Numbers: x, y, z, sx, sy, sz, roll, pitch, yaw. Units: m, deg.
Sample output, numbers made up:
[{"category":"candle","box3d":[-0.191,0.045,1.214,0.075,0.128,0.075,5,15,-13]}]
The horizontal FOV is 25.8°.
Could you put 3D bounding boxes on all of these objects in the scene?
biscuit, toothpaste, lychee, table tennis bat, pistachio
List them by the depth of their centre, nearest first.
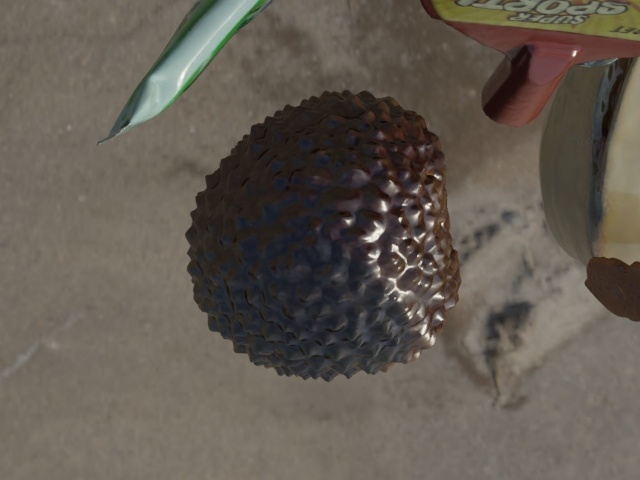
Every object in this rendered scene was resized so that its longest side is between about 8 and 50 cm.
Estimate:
[{"category":"toothpaste","box3d":[-0.031,-0.168,0.850,0.048,0.075,0.297,43,77,-13]},{"category":"table tennis bat","box3d":[0.195,-0.181,1.051,0.268,0.051,0.414,5,164,-7]},{"category":"lychee","box3d":[0.000,0.000,1.285,0.268,0.267,0.267,-4,135,-4]},{"category":"biscuit","box3d":[0.381,0.060,1.741,0.102,0.019,0.130,55,155,-19]},{"category":"pistachio","box3d":[0.456,-0.145,1.937,0.282,0.445,0.365,11,171,31]}]

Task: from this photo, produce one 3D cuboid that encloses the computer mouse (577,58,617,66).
[{"category":"computer mouse","box3d":[0.300,-0.377,1.510,0.167,0.090,0.379,11,112,27]}]
